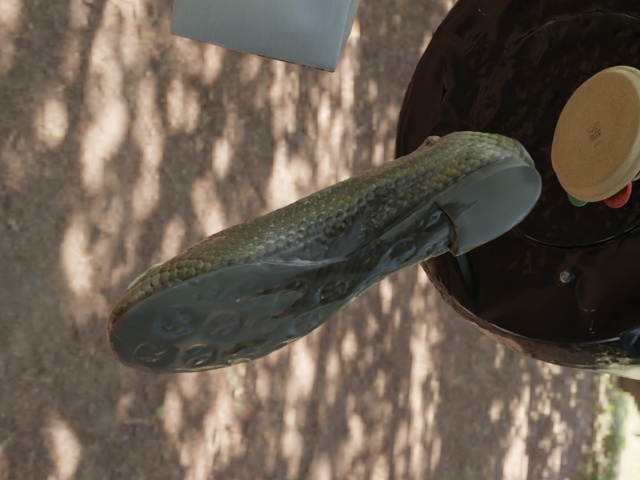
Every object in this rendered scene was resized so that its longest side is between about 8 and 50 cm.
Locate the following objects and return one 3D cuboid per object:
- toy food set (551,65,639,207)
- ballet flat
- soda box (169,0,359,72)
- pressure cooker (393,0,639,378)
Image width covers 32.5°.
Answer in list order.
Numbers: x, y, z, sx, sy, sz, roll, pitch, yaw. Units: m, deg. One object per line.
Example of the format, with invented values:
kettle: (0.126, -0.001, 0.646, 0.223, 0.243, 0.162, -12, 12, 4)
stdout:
toy food set: (0.164, -0.059, 0.630, 0.083, 0.020, 0.082, -56, -147, 31)
ballet flat: (0.000, 0.000, 0.598, 0.084, 0.250, 0.058, 72, -9, -51)
soda box: (-0.002, -0.237, 0.540, 0.098, 0.091, 0.286, -73, 176, -66)
pressure cooker: (0.308, -0.051, 0.986, 0.420, 0.375, 0.370, 16, 38, -51)
